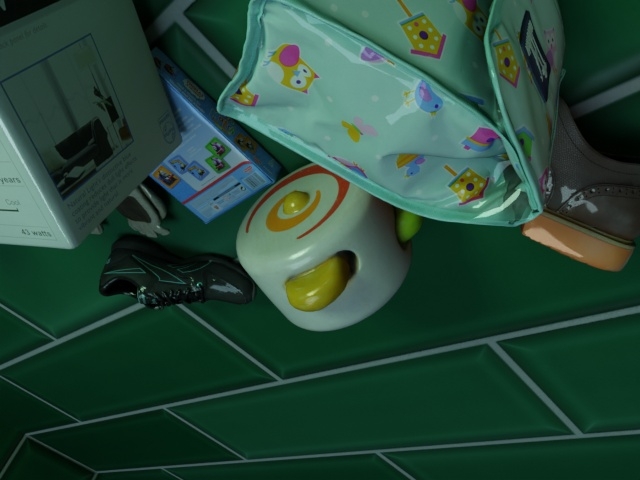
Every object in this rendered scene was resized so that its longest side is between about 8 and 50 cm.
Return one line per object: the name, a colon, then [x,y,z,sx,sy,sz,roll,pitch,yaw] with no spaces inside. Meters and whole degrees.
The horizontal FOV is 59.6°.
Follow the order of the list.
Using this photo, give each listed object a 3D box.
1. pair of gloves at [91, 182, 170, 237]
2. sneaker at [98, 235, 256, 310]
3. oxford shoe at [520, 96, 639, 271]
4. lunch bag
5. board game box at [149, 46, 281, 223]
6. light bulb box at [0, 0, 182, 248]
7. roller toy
pair of gloves: [-0.352,-0.082,0.856,0.240,0.042,0.204,3,143,27]
sneaker: [-0.242,0.077,0.943,0.267,0.106,0.101,12,139,8]
oxford shoe: [0.173,-0.105,0.579,0.364,0.130,0.132,25,112,0]
lunch bag: [0.084,-0.153,0.450,0.262,0.223,0.160,25,147,-7]
board game box: [-0.180,-0.126,0.735,0.160,0.039,0.211,-25,123,40]
light bulb box: [-0.391,-0.203,0.557,0.358,0.225,0.361,3,129,19]
roller toy: [0.000,0.000,0.680,0.191,0.209,0.146,7,142,47]
